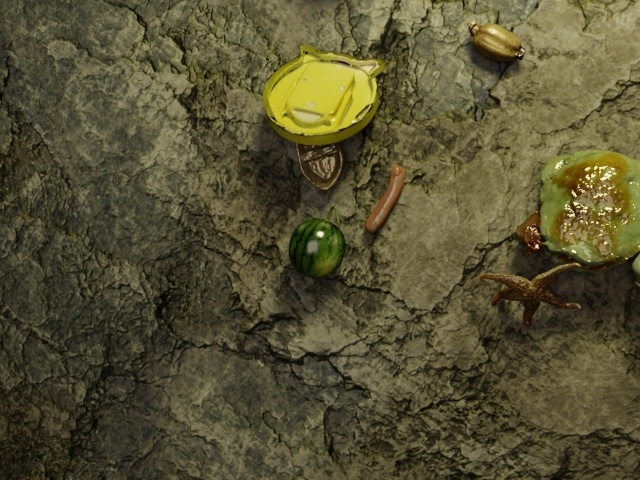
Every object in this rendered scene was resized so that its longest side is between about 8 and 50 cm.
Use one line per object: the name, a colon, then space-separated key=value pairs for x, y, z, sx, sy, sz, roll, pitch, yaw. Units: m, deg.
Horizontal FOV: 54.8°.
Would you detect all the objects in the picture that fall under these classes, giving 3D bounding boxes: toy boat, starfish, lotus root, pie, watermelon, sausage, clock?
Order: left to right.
watermelon: x=0.000 y=0.000 z=1.517 sx=0.140 sy=0.140 sz=0.187 roll=26 pitch=97 yaw=14
toy boat: x=0.004 y=-0.216 z=1.544 sx=0.116 sy=0.061 sz=0.188 roll=-11 pitch=89 yaw=16
clock: x=0.004 y=-0.340 z=1.484 sx=0.277 sy=0.071 sz=0.294 roll=22 pitch=62 yaw=21
sausage: x=0.161 y=-0.099 z=1.511 sx=0.047 sy=0.040 sz=0.177 roll=32 pitch=101 yaw=20
lotus root: x=0.397 y=-0.454 z=1.410 sx=0.152 sy=0.063 sz=0.072 roll=34 pitch=129 yaw=6
starfish: x=0.470 y=0.110 z=1.369 sx=0.213 sy=0.057 sz=0.238 roll=28 pitch=142 yaw=-9
pie: x=0.583 y=-0.063 z=1.334 sx=0.257 sy=0.105 sz=0.275 roll=24 pitch=90 yaw=33

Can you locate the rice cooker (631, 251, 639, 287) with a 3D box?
rice cooker: x=0.775 y=0.034 z=1.236 sx=0.226 sy=0.226 sz=0.244 roll=31 pitch=107 yaw=13
